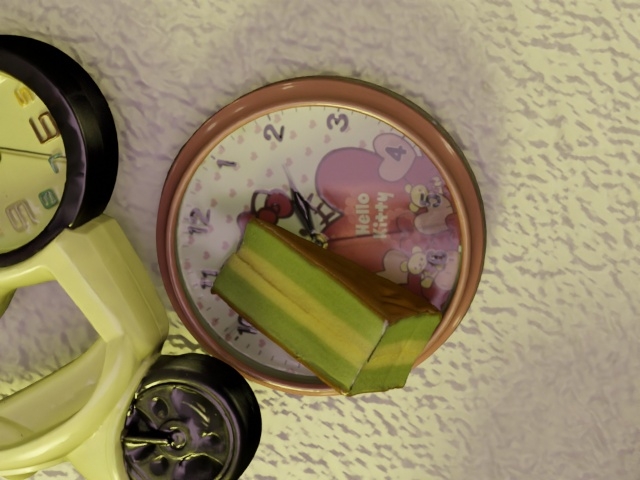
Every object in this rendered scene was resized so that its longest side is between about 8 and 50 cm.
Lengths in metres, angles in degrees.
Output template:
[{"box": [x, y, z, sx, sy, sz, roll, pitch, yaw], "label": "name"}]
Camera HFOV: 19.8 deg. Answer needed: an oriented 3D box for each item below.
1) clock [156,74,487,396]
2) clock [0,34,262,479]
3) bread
[{"box": [0.000, 0.000, 1.348, 0.244, 0.056, 0.244, 1, 106, 2], "label": "clock"}, {"box": [-0.228, 0.041, 1.328, 0.276, 0.120, 0.379, -23, 93, 16], "label": "clock"}, {"box": [0.004, 0.045, 1.326, 0.139, 0.084, 0.074, 35, 107, 25], "label": "bread"}]
